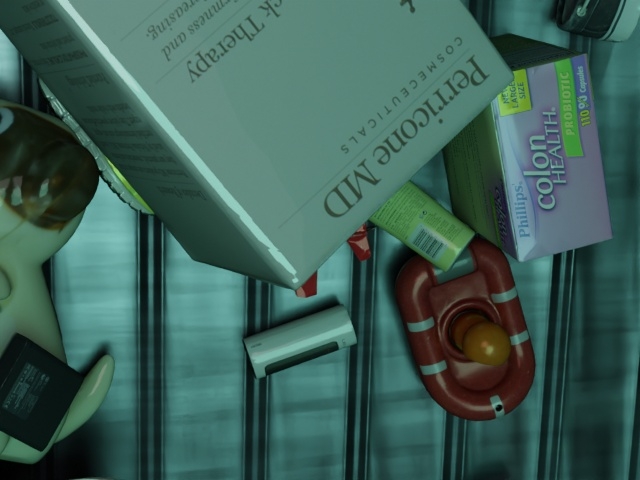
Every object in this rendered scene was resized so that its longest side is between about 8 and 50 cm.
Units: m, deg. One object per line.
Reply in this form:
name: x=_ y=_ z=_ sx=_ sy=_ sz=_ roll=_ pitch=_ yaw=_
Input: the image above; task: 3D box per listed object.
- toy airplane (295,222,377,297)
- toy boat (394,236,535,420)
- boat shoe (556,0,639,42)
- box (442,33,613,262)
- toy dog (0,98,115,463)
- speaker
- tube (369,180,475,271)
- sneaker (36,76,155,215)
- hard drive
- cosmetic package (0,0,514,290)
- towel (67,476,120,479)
toy airplane: x=0.000 y=0.000 z=1.664 sx=0.151 sy=0.028 sz=0.151 roll=-3 pitch=103 yaw=-11
toy boat: x=0.191 y=0.118 z=1.670 sx=0.151 sy=0.151 sz=0.231 roll=-20 pitch=107 yaw=-6
boat shoe: x=0.348 y=-0.389 z=1.603 sx=0.102 sy=0.108 sz=0.301 roll=7 pitch=110 yaw=-15
box: x=0.226 y=-0.116 z=1.570 sx=0.117 sy=0.243 sz=0.214 roll=-14 pitch=106 yaw=-8
toy dog: x=-0.374 y=0.049 z=1.473 sx=0.395 sy=0.284 sz=0.408 roll=9 pitch=103 yaw=-27
speaker: x=-0.025 y=0.124 z=1.677 sx=0.136 sy=0.055 sz=0.055 roll=-19 pitch=107 yaw=-7
tube: x=0.075 y=-0.057 z=1.628 sx=0.240 sy=0.062 sz=0.070 roll=36 pitch=53 yaw=6
sneaker: x=-0.233 y=-0.122 z=1.558 sx=0.094 sy=0.081 sz=0.208 roll=-36 pitch=110 yaw=-8
hard drive: x=-0.305 y=0.162 z=1.419 sx=0.022 sy=0.135 sz=0.094 roll=21 pitch=75 yaw=25
cosmetic package: x=-0.087 y=-0.211 z=1.402 sx=0.329 sy=0.327 sz=0.394 roll=-44 pitch=108 yaw=-14
towel: x=-0.385 y=0.388 z=1.588 sx=0.317 sy=0.053 sz=0.332 roll=2 pitch=136 yaw=-10
